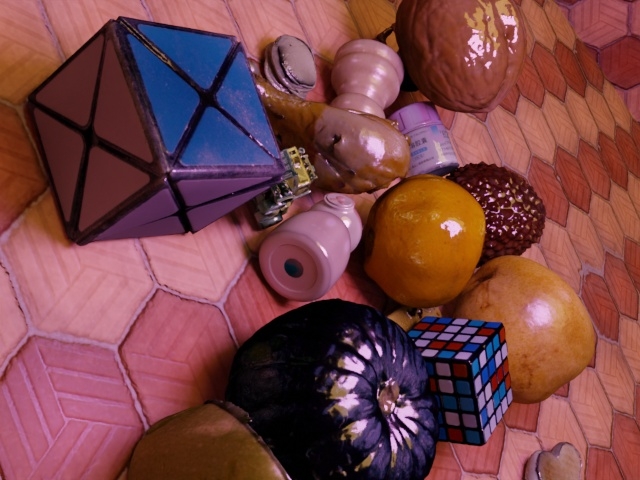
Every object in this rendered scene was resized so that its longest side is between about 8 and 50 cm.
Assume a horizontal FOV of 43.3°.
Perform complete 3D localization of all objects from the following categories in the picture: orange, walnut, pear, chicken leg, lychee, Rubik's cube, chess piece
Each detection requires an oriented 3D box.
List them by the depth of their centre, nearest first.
[{"bbox_3d":[-0.243,-0.156,1.219,0.259,0.255,0.260,-11,79,-50],"label":"Rubik's cube"},{"bbox_3d":[-0.017,-0.223,1.561,0.429,0.153,0.201,29,89,-11],"label":"chicken leg"},{"bbox_3d":[0.254,0.267,1.571,0.187,0.184,0.182,-33,117,-53],"label":"Rubik's cube"},{"bbox_3d":[0.205,0.001,1.640,0.235,0.279,0.279,17,49,0],"label":"orange"},{"bbox_3d":[0.081,-0.279,1.766,0.167,0.167,0.299,36,52,-31],"label":"chess piece"},{"bbox_3d":[0.433,0.197,1.767,0.314,0.314,0.314,26,51,-38],"label":"pear"},{"bbox_3d":[0.323,-0.446,1.835,0.333,0.333,0.332,26,51,-38],"label":"walnut"},{"bbox_3d":[0.393,-0.058,1.885,0.268,0.268,0.267,26,51,-38],"label":"lychee"}]

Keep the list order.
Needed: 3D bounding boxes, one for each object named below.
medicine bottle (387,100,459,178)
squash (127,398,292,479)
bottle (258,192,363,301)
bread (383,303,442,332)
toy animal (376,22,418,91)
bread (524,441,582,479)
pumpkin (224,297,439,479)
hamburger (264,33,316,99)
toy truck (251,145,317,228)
[{"bbox_3d":[0.240,-0.231,1.917,0.135,0.135,0.168,-5,74,-50],"label":"medicine bottle"},{"bbox_3d":[-0.096,0.323,1.070,0.210,0.309,0.233,-27,90,-52],"label":"squash"},{"bbox_3d":[0.000,0.000,1.501,0.147,0.148,0.236,57,35,-9],"label":"bottle"},{"bbox_3d":[0.183,0.174,1.687,0.226,0.049,0.088,-26,90,-53],"label":"bread"},{"bbox_3d":[0.219,-0.458,2.031,0.185,0.122,0.298,56,40,-10],"label":"toy animal"},{"bbox_3d":[0.549,0.562,1.874,0.232,0.064,0.172,-4,73,-48],"label":"bread"},{"bbox_3d":[0.023,0.272,1.274,0.363,0.266,0.363,25,56,-43],"label":"pumpkin"},{"bbox_3d":[-0.062,-0.366,1.705,0.133,0.062,0.139,24,50,-41],"label":"hamburger"},{"bbox_3d":[-0.071,-0.112,1.399,0.259,0.135,0.128,111,-44,-85],"label":"toy truck"}]
